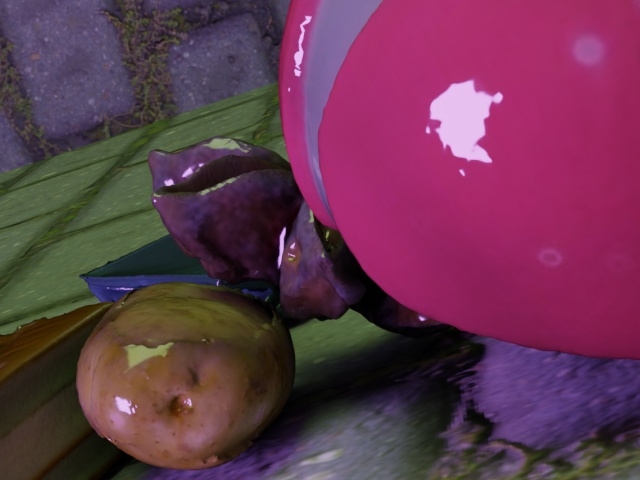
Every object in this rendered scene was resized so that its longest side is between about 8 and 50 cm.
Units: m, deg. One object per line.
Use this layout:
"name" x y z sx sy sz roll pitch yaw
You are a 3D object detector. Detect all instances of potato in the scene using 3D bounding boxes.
"potato" -0.065 0.064 0.901 0.107 0.080 0.170 -2 6 -2

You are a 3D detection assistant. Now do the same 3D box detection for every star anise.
"star anise" 0.005 0.003 0.947 0.212 0.073 0.197 19 4 -4

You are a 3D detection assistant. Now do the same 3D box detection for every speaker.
"speaker" 0.131 -0.071 0.807 0.294 0.294 0.294 -18 10 3

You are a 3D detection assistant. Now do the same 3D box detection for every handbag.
"handbag" -0.025 0.011 1.219 0.179 0.062 0.229 -4 17 46

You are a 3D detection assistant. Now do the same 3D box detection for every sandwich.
"sandwich" -0.127 0.086 0.914 0.113 0.079 0.163 -22 9 -12
